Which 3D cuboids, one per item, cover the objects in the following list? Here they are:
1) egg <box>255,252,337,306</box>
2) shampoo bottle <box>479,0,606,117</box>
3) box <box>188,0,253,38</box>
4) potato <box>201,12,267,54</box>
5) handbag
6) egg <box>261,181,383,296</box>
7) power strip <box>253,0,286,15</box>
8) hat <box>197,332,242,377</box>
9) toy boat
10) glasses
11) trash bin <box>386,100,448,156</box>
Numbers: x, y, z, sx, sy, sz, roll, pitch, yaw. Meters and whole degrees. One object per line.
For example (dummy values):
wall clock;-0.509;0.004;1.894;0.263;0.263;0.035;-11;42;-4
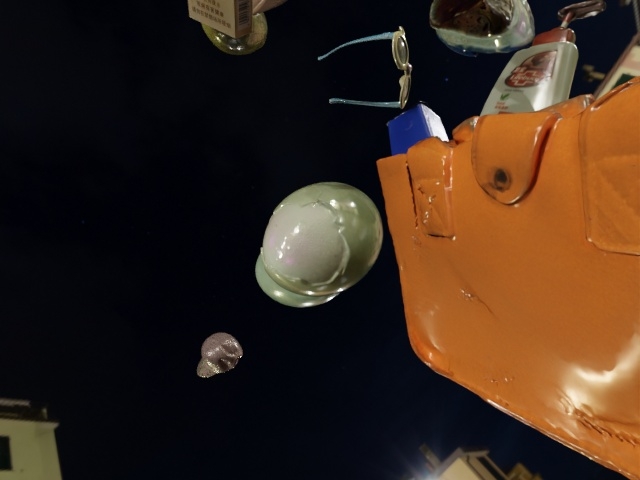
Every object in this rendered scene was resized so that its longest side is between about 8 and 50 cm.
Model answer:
egg;-0.063;0.096;1.529;0.276;0.388;0.276;19;-115;-47
shampoo bottle;0.405;-0.301;0.786;0.071;0.153;0.284;24;-89;-46
box;-0.077;-0.204;0.325;0.024;0.053;0.083;-45;-24;-35
potato;-0.224;-0.579;1.145;0.251;0.159;0.175;-19;-59;-68
handbag;0.209;0.026;0.391;0.116;0.410;0.304;-18;-81;-20
egg;0.000;0.000;1.072;0.336;0.278;0.279;-34;-37;-55
power strip;-0.090;-0.329;0.469;0.078;0.154;0.154;-50;-32;-46
hat;-0.138;0.143;0.561;0.058;0.087;0.042;-43;-70;-34
toy boat;0.254;-0.343;0.683;0.115;0.262;0.114;33;-66;-21
glasses;0.115;-0.398;1.068;0.220;0.088;0.190;-10;-44;10
trash bin;0.257;-0.219;1.109;0.162;0.235;0.184;-25;-28;36
